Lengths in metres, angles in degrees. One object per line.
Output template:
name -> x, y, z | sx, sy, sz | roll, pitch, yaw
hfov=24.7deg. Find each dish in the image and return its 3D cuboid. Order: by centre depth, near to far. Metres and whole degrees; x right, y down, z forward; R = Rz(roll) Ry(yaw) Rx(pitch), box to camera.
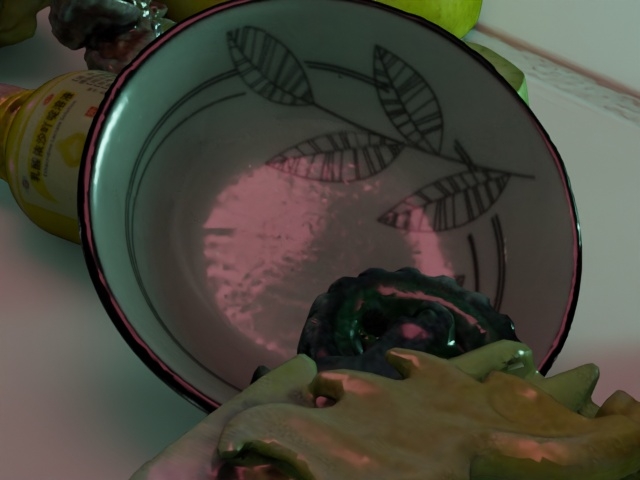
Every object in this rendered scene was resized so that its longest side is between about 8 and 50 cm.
dish -> 0.000, 0.000, 0.913 | 0.316, 0.106, 0.316 | 7, 63, -15

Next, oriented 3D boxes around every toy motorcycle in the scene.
toy motorcycle -> 0.015, 0.157, 0.669 | 0.237, 0.168, 0.410 | 31, 44, 17

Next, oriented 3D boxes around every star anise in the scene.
star anise -> -0.164, -0.183, 1.139 | 0.073, 0.212, 0.197 | -24, 75, 8

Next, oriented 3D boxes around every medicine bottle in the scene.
medicine bottle -> -0.166, -0.060, 1.019 | 0.212, 0.121, 0.122 | 17, 34, 37

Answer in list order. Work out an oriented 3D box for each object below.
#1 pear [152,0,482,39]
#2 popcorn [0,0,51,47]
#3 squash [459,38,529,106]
pear -> -0.013, -0.308, 1.347 | 0.340, 0.191, 0.386 | 25, 38, 28
popcorn -> -0.311, -0.228, 1.197 | 0.233, 0.192, 0.266 | 2, 16, -17
squash -> 0.084, -0.074, 1.084 | 0.170, 0.122, 0.170 | 8, 30, -5
